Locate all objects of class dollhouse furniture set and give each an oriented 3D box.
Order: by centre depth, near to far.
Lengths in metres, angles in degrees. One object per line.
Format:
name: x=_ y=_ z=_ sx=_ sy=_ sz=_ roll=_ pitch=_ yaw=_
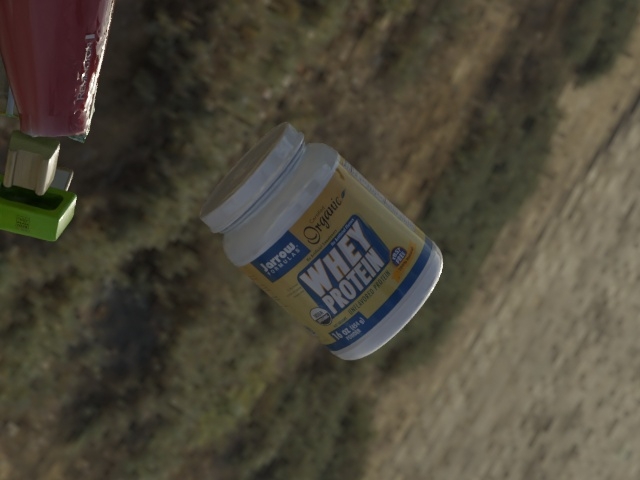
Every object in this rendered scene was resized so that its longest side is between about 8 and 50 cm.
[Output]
dollhouse furniture set: x=-0.329 y=-0.175 z=1.893 sx=0.151 sy=0.198 sz=0.301 roll=-80 pitch=-175 yaw=-53

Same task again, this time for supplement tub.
supplement tub: x=0.000 y=0.000 z=1.665 sx=0.144 sy=0.200 sz=0.144 roll=-45 pitch=-168 yaw=13

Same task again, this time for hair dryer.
hair dryer: x=-0.090 y=-0.184 z=0.966 sx=0.223 sy=0.080 sz=0.293 roll=41 pitch=71 yaw=-36
